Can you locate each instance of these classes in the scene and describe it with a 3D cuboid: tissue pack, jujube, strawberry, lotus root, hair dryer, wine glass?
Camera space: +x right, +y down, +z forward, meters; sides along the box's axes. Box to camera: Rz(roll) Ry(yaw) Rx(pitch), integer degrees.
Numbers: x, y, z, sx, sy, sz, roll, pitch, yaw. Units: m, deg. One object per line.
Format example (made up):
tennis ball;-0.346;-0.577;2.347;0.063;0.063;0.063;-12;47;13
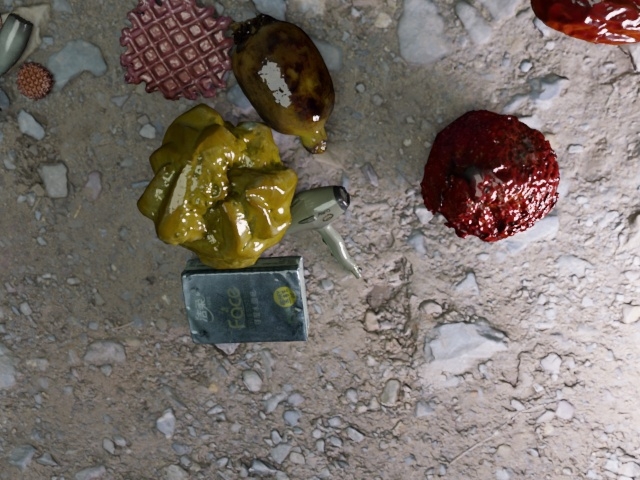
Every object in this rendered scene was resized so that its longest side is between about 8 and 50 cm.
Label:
tissue pack;-0.158;0.130;1.808;0.257;0.081;0.185;-3;115;7
jujube;0.507;-0.445;1.517;0.251;0.174;0.174;18;108;-6
strawberry;0.324;-0.118;1.614;0.274;0.220;0.273;2;104;9
lotus root;-0.064;-0.311;1.625;0.169;0.141;0.314;-34;98;-15
hair dryer;-0.032;-0.009;1.776;0.219;0.088;0.224;-3;122;14
wine glass;-0.651;-0.368;1.724;0.066;0.066;0.198;28;103;-3

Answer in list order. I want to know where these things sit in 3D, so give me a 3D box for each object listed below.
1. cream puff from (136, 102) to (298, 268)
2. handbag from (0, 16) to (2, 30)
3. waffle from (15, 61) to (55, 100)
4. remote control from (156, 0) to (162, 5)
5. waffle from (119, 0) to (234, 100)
cream puff;-0.196;-0.081;1.637;0.275;0.270;0.323;26;110;15
handbag;-0.757;-0.435;1.689;0.205;0.116;0.179;45;108;-9
waffle;-0.600;-0.334;1.748;0.083;0.029;0.075;26;105;3
remote control;-0.341;-0.546;1.646;0.073;0.044;0.229;-17;105;8
waffle;-0.284;-0.383;1.673;0.235;0.055;0.221;15;115;-9
